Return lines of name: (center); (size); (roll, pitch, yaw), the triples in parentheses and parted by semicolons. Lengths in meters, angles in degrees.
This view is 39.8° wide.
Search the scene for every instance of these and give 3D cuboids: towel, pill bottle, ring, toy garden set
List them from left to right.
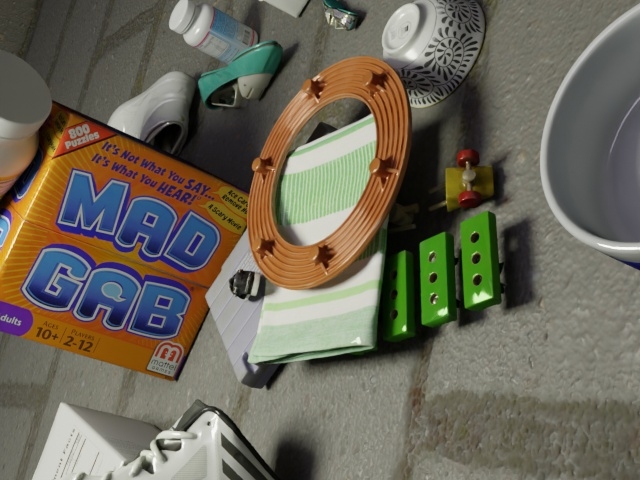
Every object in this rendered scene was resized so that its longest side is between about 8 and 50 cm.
pill bottle: (-0.561, -0.140, 1.374); (0.334, 0.188, 0.188); (-39, 42, 34)
pill bottle: (-0.208, -0.403, 1.712); (0.087, 0.160, 0.087); (-32, 47, 41)
ring: (-0.005, -0.098, 1.198); (0.336, 0.032, 0.336); (-30, 49, 42)
towel: (0.000, 0.000, 1.195); (0.248, 0.038, 0.325); (-18, 57, 48)
toy garden set: (0.131, 0.019, 1.094); (0.244, 0.049, 0.203); (-28, 52, 45)

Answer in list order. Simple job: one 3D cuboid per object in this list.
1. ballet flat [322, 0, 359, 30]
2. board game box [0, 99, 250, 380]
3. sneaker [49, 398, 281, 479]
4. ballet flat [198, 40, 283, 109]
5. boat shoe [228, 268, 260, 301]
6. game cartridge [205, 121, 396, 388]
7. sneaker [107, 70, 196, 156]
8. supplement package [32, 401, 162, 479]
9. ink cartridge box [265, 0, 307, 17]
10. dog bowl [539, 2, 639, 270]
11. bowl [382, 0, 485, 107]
ballet flat: (0.028, -0.376, 1.479); (0.041, 0.041, 0.114); (-58, 34, 14)
board game box: (-0.398, -0.017, 1.569); (0.356, 0.356, 0.356); (28, 94, 56)
sneaker: (-0.252, 0.322, 1.158); (0.169, 0.447, 0.257); (109, 177, -69)
ballet flat: (-0.145, -0.297, 1.651); (0.247, 0.083, 0.087); (-13, 85, 51)
boat shoe: (-0.115, 0.063, 1.283); (0.125, 0.038, 0.046); (167, 115, -78)
game cartridge: (-0.041, 0.018, 1.325); (0.355, 0.068, 0.230); (-55, 31, 18)
sneaker: (-0.381, -0.222, 1.896); (0.292, 0.108, 0.169); (-34, 42, 38)
supplement package: (-0.311, 0.389, 1.371); (0.293, 0.177, 0.175); (14, 83, 57)
ink cartridge box: (-0.067, -0.554, 1.640); (0.207, 0.119, 0.353); (-56, 34, 18)
dog bowl: (0.340, -0.097, 0.815); (0.265, 0.104, 0.265); (-32, 46, 41)
bowl: (0.139, -0.278, 1.227); (0.170, 0.080, 0.170); (-32, 46, 40)
